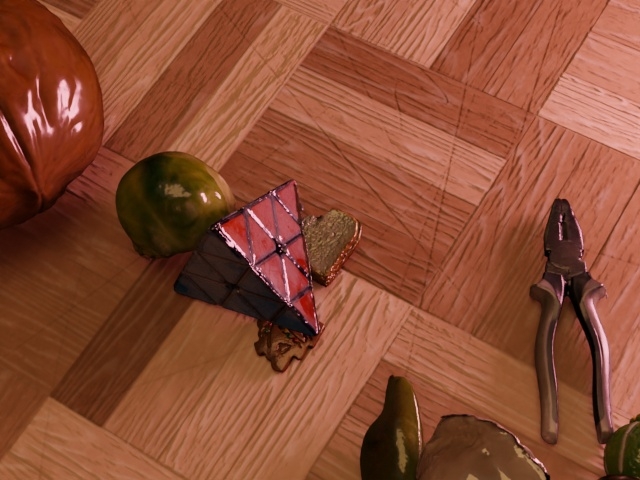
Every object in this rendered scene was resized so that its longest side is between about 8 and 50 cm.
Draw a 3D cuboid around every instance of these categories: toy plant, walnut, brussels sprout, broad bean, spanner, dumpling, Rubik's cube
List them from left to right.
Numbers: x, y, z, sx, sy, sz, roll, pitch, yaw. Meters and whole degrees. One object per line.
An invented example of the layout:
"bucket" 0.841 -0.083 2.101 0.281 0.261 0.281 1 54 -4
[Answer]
"walnut" -0.473 -0.179 1.507 0.398 0.308 0.354 37 72 24
"brussels sprout" -0.191 -0.057 1.503 0.151 0.122 0.149 -18 39 5
"Rubik's cube" -0.106 0.059 1.470 0.178 0.211 0.190 -25 91 32
"broad bean" 0.081 0.304 1.327 0.067 0.075 0.325 12 62 -18
"dumpling" 0.192 0.302 1.264 0.142 0.172 0.247 -1 74 -44
"spanner" 0.306 0.092 1.436 0.095 0.040 0.325 -1 62 5
"toy plant" 0.351 0.270 1.303 0.093 0.093 0.162 14 62 13

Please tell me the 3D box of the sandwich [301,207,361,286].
"sandwich" 0.000 0.000 1.518 0.093 0.036 0.105 32 69 20

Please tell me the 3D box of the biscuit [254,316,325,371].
"biscuit" -0.038 0.122 1.467 0.092 0.016 0.082 -17 60 -2
